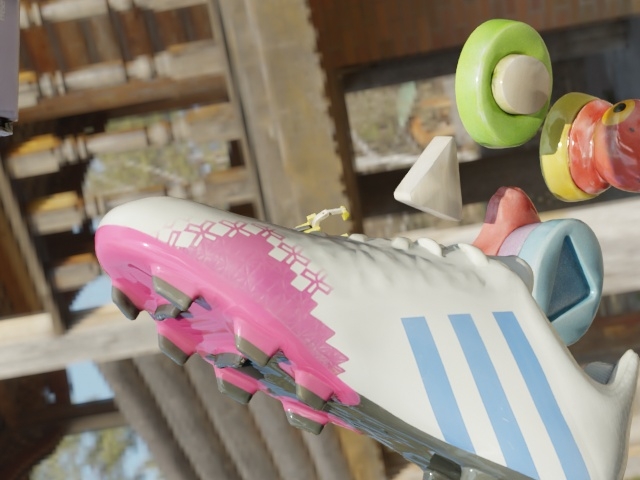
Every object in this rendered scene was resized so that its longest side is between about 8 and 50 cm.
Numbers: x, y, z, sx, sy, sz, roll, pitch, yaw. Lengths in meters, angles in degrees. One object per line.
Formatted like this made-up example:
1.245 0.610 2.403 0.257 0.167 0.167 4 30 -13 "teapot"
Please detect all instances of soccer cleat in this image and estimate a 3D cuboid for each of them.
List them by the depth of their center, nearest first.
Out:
0.036 0.045 0.733 0.116 0.331 0.143 -22 39 63 "soccer cleat"

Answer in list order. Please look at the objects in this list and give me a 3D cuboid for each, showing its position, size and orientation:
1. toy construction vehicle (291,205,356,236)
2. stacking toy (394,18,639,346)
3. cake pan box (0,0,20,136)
0.000 0.000 1.742 0.086 0.098 0.035 -111 -2 -48 "toy construction vehicle"
0.236 -0.062 1.329 0.279 0.130 0.309 46 -116 -40 "stacking toy"
-0.220 -0.154 0.515 0.070 0.267 0.246 6 -96 -57 "cake pan box"
